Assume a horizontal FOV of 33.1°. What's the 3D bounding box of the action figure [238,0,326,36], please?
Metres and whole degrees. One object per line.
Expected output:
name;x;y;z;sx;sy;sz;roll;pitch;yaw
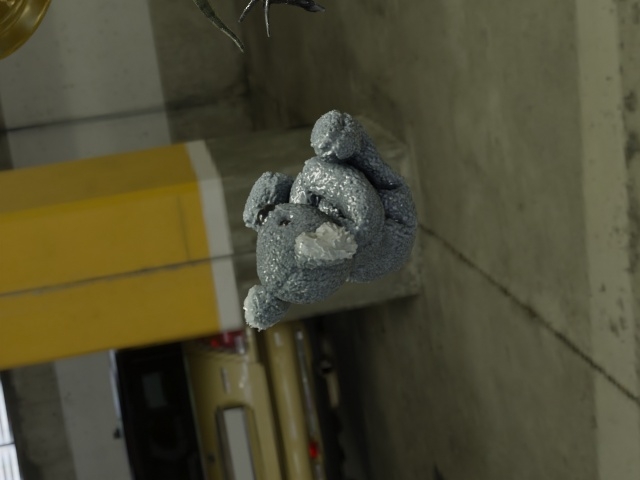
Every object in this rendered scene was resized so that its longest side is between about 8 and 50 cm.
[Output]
action figure;-0.031;-0.420;1.456;0.276;0.164;0.141;-59;-21;-11

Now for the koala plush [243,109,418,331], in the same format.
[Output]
koala plush;0.000;0.000;1.261;0.196;0.203;0.221;-42;6;36

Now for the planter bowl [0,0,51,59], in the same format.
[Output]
planter bowl;-0.500;-0.382;1.606;0.090;0.217;0.217;30;151;15

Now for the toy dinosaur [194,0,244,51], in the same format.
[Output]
toy dinosaur;-0.178;-0.380;1.442;0.268;0.064;0.118;47;-140;-40
